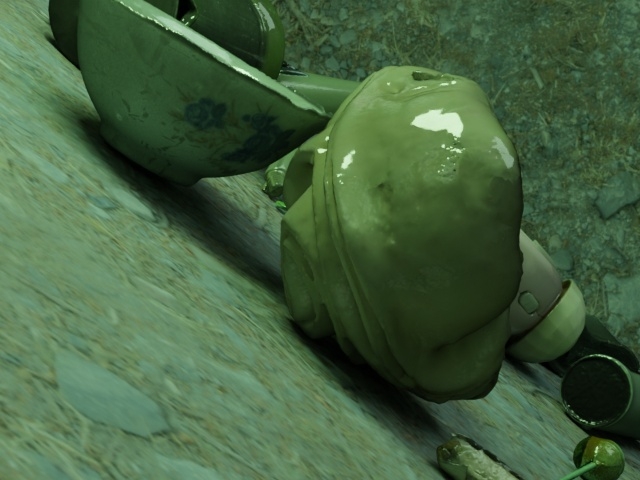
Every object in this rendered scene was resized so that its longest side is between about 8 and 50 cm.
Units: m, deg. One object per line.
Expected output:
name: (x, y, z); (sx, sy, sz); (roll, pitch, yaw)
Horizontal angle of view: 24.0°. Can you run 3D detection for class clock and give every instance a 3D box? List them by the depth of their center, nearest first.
clock: (0.220, 0.019, 2.221); (0.326, 0.184, 0.342); (35, 13, -47)

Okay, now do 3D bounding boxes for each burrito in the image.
burrito: (0.180, 0.238, 1.348); (0.185, 0.041, 0.045); (39, 50, -2)

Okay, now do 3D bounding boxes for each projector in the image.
projector: (0.454, 0.240, 2.243); (0.108, 0.108, 0.337); (43, 9, 27)

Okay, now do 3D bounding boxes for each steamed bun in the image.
steamed bun: (0.064, -0.011, 1.472); (0.219, 0.309, 0.324); (-4, 36, -9)

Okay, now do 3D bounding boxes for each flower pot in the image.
flower pot: (0.420, 0.171, 2.469); (0.229, 0.103, 0.108); (32, 12, -38)

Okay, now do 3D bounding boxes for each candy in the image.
candy: (0.298, 0.261, 1.717); (0.061, 0.061, 0.202); (41, 17, 20)

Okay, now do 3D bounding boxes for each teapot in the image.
teapot: (-0.228, -0.286, 1.968); (0.270, 0.200, 0.337); (14, 0, 23)

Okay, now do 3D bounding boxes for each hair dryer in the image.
hair dryer: (0.011, -0.162, 2.136); (0.296, 0.119, 0.298); (-13, 37, -18)

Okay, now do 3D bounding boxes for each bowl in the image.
bowl: (-0.150, -0.146, 1.586); (0.313, 0.146, 0.313); (30, 5, -3)

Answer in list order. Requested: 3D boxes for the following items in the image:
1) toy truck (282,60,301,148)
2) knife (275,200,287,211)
toy truck: (-0.116, -0.245, 2.326); (0.286, 0.136, 0.111); (41, 10, 38)
knife: (0.001, -0.002, 1.922); (0.078, 0.022, 0.166); (24, 15, -41)
